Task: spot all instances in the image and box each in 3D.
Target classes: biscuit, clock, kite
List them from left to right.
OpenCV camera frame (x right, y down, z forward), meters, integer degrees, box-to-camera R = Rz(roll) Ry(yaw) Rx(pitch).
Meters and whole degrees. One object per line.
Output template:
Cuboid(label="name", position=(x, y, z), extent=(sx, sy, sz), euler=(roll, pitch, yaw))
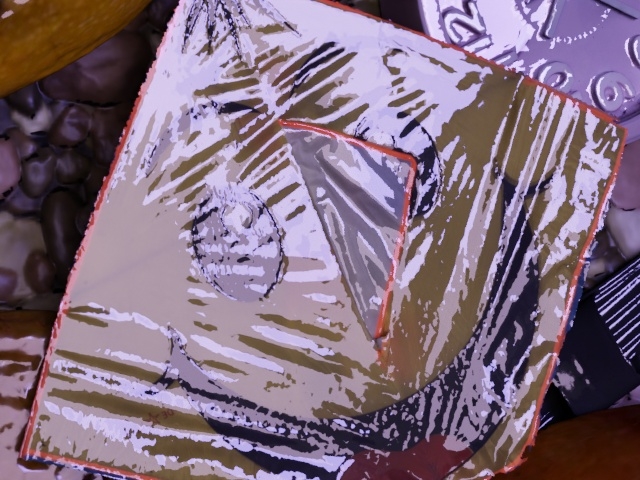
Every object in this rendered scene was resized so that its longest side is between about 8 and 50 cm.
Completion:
Cuboid(label="biscuit", position=(-0.156, 0.177, 0.770), extent=(0.296, 0.075, 0.296), euler=(-1, 93, -18))
Cuboid(label="kite", position=(0.001, 0.000, 0.770), extent=(0.377, 0.013, 0.327), euler=(-25, 100, -13))
Cuboid(label="clock", position=(0.136, -0.148, 0.840), extent=(0.197, 0.068, 0.197), euler=(-1, 94, -16))

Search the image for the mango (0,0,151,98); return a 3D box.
Cuboid(label="mango", position=(-0.140, -0.195, 0.730), extent=(0.177, 0.120, 0.295), euler=(41, 82, -10))

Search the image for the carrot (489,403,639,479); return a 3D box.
Cuboid(label="carrot", position=(0.171, 0.246, 0.856), extent=(0.258, 0.100, 0.307), euler=(37, 95, -19))

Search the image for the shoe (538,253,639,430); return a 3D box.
Cuboid(label="shoe", position=(0.178, 0.060, 0.873), extent=(0.159, 0.053, 0.062), euler=(-42, 106, -13))
